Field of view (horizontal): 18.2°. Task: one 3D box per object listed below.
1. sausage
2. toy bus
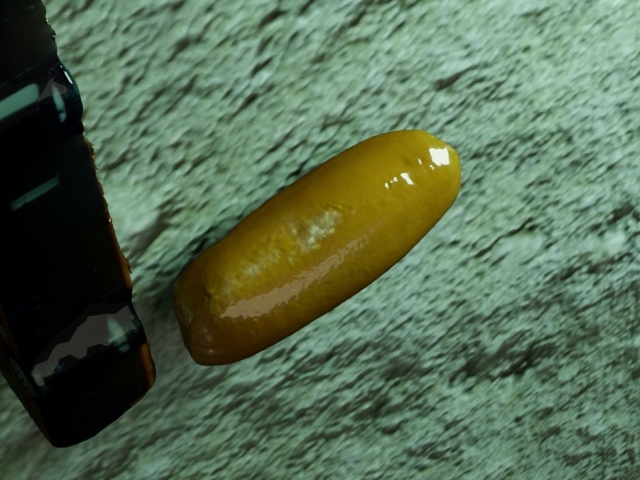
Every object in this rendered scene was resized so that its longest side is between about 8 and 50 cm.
[{"bbox_3d":[0.000,0.000,1.379,0.238,0.098,0.098,-33,145,-17],"label":"sausage"},{"bbox_3d":[-0.174,-0.026,1.147,0.093,0.092,0.409,-32,145,-18],"label":"toy bus"}]
